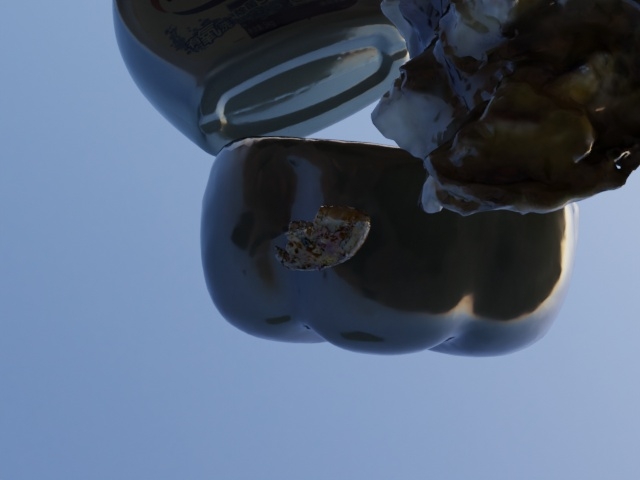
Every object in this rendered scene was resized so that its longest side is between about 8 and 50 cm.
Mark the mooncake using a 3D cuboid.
[{"bbox_3d":[0.046,0.011,1.243,0.275,0.135,0.275,6,177,0],"label":"mooncake"}]

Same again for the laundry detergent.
[{"bbox_3d":[-0.067,-0.193,1.485,0.215,0.105,0.280,-22,-140,-12],"label":"laundry detergent"}]

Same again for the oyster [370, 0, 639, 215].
[{"bbox_3d":[0.162,-0.168,0.940,0.115,0.351,0.238,26,-153,-50],"label":"oyster"}]

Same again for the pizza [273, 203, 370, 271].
[{"bbox_3d":[0.000,0.000,1.064,0.037,0.083,0.016,53,-134,-13],"label":"pizza"}]
